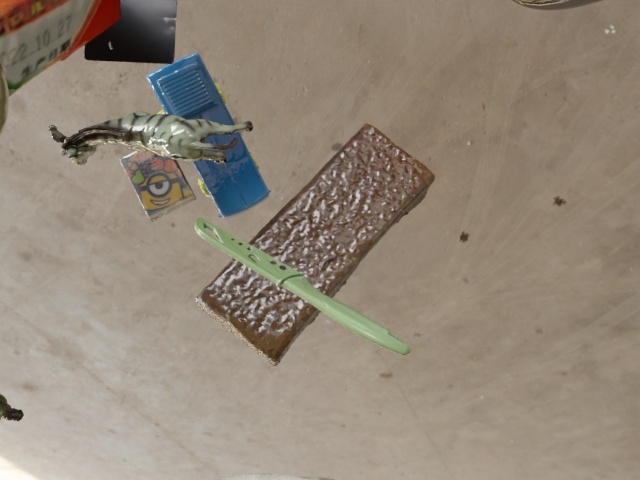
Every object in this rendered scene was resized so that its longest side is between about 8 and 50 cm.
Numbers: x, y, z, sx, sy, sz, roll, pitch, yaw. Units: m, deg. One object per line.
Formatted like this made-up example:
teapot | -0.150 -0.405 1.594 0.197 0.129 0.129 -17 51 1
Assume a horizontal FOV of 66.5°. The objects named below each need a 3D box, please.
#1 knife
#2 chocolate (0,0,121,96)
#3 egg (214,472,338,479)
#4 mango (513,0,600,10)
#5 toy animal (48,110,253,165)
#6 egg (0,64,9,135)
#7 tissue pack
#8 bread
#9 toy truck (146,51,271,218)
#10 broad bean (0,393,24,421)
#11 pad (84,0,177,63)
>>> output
knife | -0.016 0.037 0.401 0.207 0.030 0.014 31 119 2
chocolate | -0.489 -0.379 0.613 0.360 0.341 0.161 43 144 -16
egg | -0.035 0.462 0.459 0.354 0.340 0.354 4 124 5
mango | 0.390 -0.435 0.671 0.152 0.287 0.201 -27 120 -23
toy animal | -0.218 -0.134 0.648 0.217 0.176 0.073 6 106 20
egg | -0.370 -0.117 0.376 0.186 0.242 0.186 8 115 17
tissue pack | -0.345 -0.129 1.038 0.108 0.148 0.060 -28 172 -5
bread | 0.000 0.000 0.801 0.165 0.416 0.113 40 163 10
toy truck | -0.259 -0.232 1.148 0.161 0.162 0.385 -27 108 -7
broad bean | -0.370 0.135 0.462 0.070 0.048 0.213 2 140 25
pad | -0.325 -0.440 0.850 0.159 0.009 0.265 3 89 0
